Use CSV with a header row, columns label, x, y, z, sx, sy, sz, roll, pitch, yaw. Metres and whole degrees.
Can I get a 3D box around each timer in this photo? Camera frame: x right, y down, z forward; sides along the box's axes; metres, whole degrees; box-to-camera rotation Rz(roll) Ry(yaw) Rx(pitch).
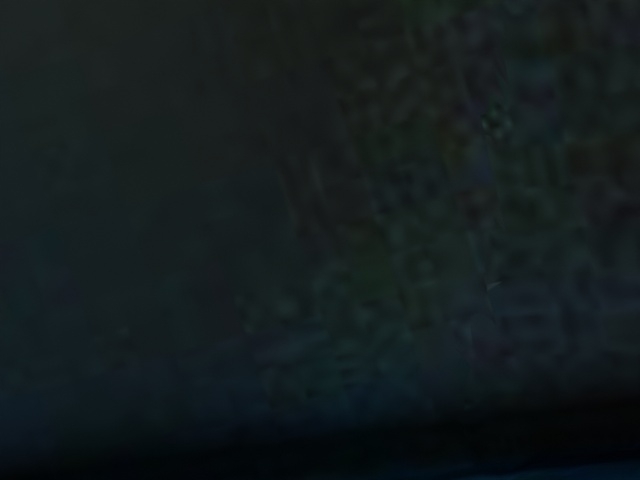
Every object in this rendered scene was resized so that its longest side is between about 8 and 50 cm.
label,x,y,z,sx,sy,sz,roll,pitch,yaw
timer,0.000,0.000,0.359,0.340,0.309,0.115,-10,-166,26
